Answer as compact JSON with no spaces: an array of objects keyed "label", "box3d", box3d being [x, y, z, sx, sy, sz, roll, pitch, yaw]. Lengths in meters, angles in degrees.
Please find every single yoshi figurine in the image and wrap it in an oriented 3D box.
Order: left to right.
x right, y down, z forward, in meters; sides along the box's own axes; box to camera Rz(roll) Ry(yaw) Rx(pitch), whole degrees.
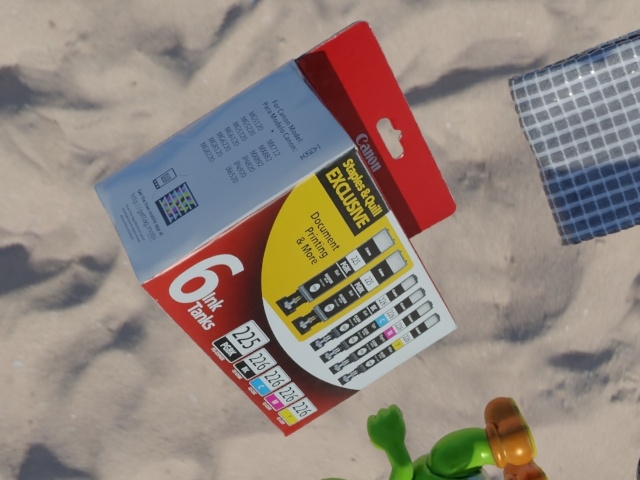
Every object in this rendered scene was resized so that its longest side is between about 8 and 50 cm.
[{"label":"yoshi figurine","box3d":[0.105,0.334,1.576,0.362,0.203,0.203,-23,68,-4]}]

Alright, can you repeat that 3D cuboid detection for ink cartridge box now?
[{"label":"ink cartridge box","box3d":[0.000,0.000,1.076,0.272,0.309,0.130,-33,52,1]}]

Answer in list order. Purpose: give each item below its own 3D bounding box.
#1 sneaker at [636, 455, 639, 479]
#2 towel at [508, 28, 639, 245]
[{"label":"sneaker","box3d":[0.248,0.181,0.662,0.112,0.299,0.121,-40,45,13]},{"label":"towel","box3d":[0.398,-0.142,1.482,0.284,0.121,0.235,-20,92,16]}]
